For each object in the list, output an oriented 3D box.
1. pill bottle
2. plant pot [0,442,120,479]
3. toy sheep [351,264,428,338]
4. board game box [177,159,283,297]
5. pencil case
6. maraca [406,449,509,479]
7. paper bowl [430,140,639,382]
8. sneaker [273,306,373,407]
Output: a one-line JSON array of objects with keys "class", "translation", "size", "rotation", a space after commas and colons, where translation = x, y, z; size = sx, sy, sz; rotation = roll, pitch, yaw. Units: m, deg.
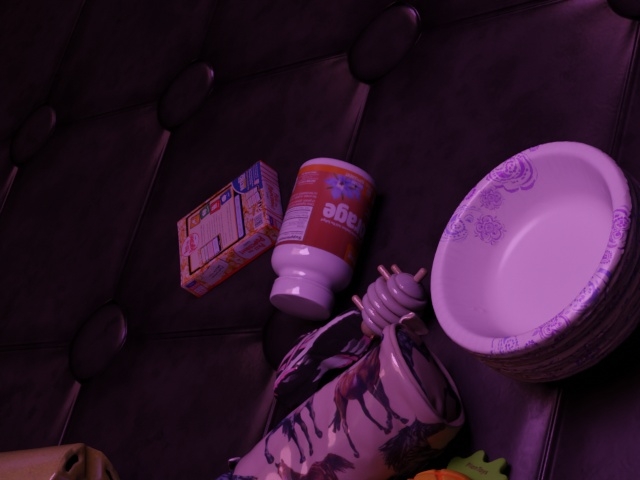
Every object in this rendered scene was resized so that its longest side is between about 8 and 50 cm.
[{"class": "pill bottle", "translation": [0.000, 0.000, 2.099], "size": [0.121, 0.121, 0.216], "rotation": [-7, 58, 45]}, {"class": "plant pot", "translation": [-0.441, 0.417, 2.181], "size": [0.254, 0.276, 0.276], "rotation": [-19, 49, 24]}, {"class": "toy sheep", "translation": [0.099, 0.083, 1.956], "size": [0.132, 0.091, 0.091], "rotation": [-53, 34, 29]}, {"class": "board game box", "translation": [-0.146, -0.019, 2.338], "size": [0.193, 0.045, 0.146], "rotation": [-34, 42, 26]}, {"class": "pencil case", "translation": [0.003, 0.275, 1.853], "size": [0.410, 0.160, 0.183], "rotation": [-41, 51, 18]}, {"class": "maraca", "translation": [0.144, 0.316, 1.724], "size": [0.186, 0.099, 0.127], "rotation": [-40, 28, -21]}, {"class": "paper bowl", "translation": [0.283, 0.036, 1.737], "size": [0.284, 0.148, 0.284], "rotation": [-28, 45, 32]}, {"class": "sneaker", "translation": [-0.003, 0.148, 2.037], "size": [0.178, 0.072, 0.077], "rotation": [-39, 29, 12]}]
